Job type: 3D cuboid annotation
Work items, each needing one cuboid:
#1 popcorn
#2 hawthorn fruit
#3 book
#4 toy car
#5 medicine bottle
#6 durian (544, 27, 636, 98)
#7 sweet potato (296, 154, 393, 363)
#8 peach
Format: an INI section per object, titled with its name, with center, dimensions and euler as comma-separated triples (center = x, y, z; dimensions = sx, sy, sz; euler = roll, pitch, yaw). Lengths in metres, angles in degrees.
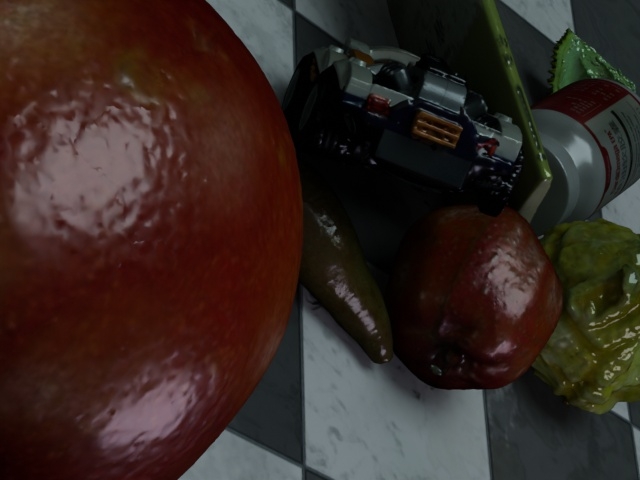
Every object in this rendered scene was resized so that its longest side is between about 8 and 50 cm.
[popcorn]
center = 0.273, 0.067, 1.827
dimensions = 0.187, 0.167, 0.185
euler = 38, 34, -37
[hawthorn fruit]
center = 0.126, 0.062, 1.647
dimensions = 0.157, 0.157, 0.194
euler = 49, 38, -17
[book]
center = 0.133, -0.163, 1.789
dimensions = 0.035, 0.239, 0.352
euler = -10, 68, -14
[toy car]
center = 0.076, -0.102, 1.598
dimensions = 0.193, 0.118, 0.301
euler = 21, 4, -8
[medicine bottle]
center = 0.254, -0.085, 1.952
dimensions = 0.131, 0.131, 0.250
euler = 60, 32, 0
[durian]
center = 0.317, -0.132, 2.102
dimensions = 0.215, 0.100, 0.086
euler = 51, 36, -1
[sweet potato]
center = 0.000, 0.000, 1.595
dimensions = 0.243, 0.077, 0.077
euler = 51, 34, -10
[peach]
center = -0.191, -0.002, 1.073
dimensions = 0.388, 0.388, 0.388
euler = 33, 41, -35
